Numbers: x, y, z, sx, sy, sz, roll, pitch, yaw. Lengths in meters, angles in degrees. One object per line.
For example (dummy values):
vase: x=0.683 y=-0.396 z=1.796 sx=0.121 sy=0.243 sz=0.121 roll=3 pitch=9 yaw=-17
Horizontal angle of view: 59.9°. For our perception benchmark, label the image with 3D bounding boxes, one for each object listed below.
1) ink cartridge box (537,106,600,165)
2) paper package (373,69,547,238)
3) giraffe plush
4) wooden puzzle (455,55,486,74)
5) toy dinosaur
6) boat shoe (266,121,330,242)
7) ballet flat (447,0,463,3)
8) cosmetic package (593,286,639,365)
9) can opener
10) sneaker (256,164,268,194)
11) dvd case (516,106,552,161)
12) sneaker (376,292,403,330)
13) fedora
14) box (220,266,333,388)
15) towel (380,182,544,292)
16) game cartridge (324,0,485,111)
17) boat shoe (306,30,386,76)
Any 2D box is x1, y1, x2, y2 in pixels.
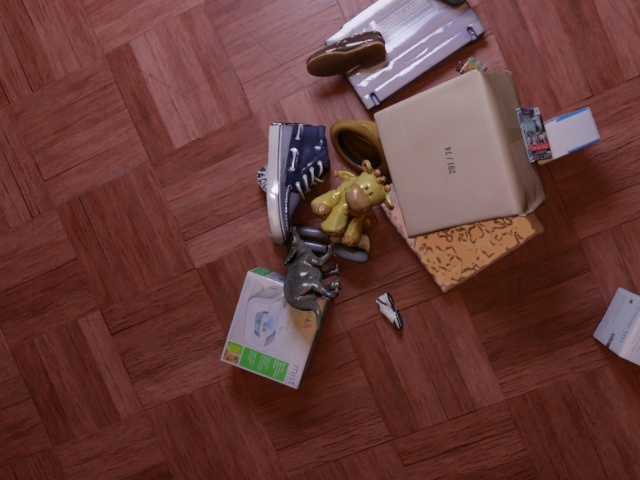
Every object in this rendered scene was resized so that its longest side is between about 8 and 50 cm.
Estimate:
ink cartridge box: x=0.558 y=-0.246 z=1.345 sx=0.148 sy=0.203 sz=0.086 roll=-23 pitch=93 yaw=10
paper package: x=0.318 y=-0.193 z=1.292 sx=0.309 sy=0.168 sz=0.325 roll=-14 pitch=94 yaw=44
giraffe plush: x=0.102 y=-0.104 z=1.400 sx=0.181 sy=0.170 sz=0.210 roll=33 pitch=69 yaw=-16
wooden puzzle: x=0.398 y=-0.447 z=1.449 sx=0.083 sy=0.006 sz=0.049 roll=35 pitch=99 yaw=4
toy dinosaur: x=-0.033 y=0.106 z=1.414 sx=0.160 sy=0.121 sz=0.314 roll=-13 pitch=56 yaw=9
boat shoe: x=-0.053 y=-0.159 z=1.436 sx=0.158 sy=0.127 sz=0.341 roll=-2 pitch=71 yaw=3
ballet flat: x=0.269 y=-0.654 z=1.362 sx=0.213 sy=0.068 sz=0.072 roll=29 pitch=99 yaw=5
cosmetic package: x=0.800 y=0.225 z=1.359 sx=0.151 sy=0.183 sz=0.151 roll=24 pitch=98 yaw=6
can opener: x=0.000 y=0.000 z=1.510 sx=0.280 sy=0.093 sz=0.074 roll=11 pitch=97 yaw=12
sneaker: x=-0.124 y=-0.128 z=1.528 sx=0.068 sy=0.071 sz=0.170 roll=-24 pitch=75 yaw=-11
dvd case: x=0.469 y=-0.233 z=1.217 sx=0.013 sy=0.087 sz=0.120 roll=-14 pitch=91 yaw=49
sneaker: x=0.190 y=0.198 z=1.525 sx=0.043 sy=0.040 sz=0.109 roll=-26 pitch=87 yaw=26
fedora: x=0.119 y=-0.256 z=1.452 sx=0.194 sy=0.194 sz=0.079 roll=35 pitch=63 yaw=4
box: x=-0.116 y=0.235 z=1.528 sx=0.231 sy=0.127 sz=0.262 roll=20 pitch=97 yaw=8
towel: x=0.361 y=-0.076 z=1.464 sx=0.317 sy=0.053 sz=0.332 roll=-35 pitch=88 yaw=11
game cartridge: x=0.213 y=-0.530 z=1.445 sx=0.355 sy=0.068 sz=0.230 roll=-32 pitch=86 yaw=10
boat shoe: x=0.063 y=-0.477 z=1.414 sx=0.206 sy=0.073 sz=0.073 roll=-12 pitch=56 yaw=6
